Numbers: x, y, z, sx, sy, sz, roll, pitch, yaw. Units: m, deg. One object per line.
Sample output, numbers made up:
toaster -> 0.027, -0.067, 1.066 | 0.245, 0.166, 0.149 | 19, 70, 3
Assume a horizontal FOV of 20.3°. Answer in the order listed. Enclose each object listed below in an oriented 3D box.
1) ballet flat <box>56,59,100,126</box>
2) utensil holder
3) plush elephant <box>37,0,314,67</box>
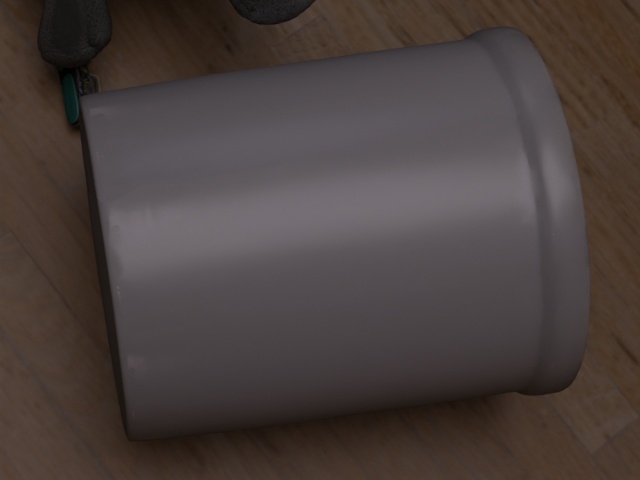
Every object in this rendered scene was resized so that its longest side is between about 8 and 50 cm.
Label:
ballet flat -> -0.232, -0.163, 1.707 | 0.041, 0.041, 0.114 | -12, 79, -12
utensil holder -> 0.000, 0.000, 1.559 | 0.386, 0.327, 0.327 | -9, 78, -8
plush elephant -> -0.158, -0.352, 1.665 | 0.272, 0.255, 0.330 | -17, 109, 21
